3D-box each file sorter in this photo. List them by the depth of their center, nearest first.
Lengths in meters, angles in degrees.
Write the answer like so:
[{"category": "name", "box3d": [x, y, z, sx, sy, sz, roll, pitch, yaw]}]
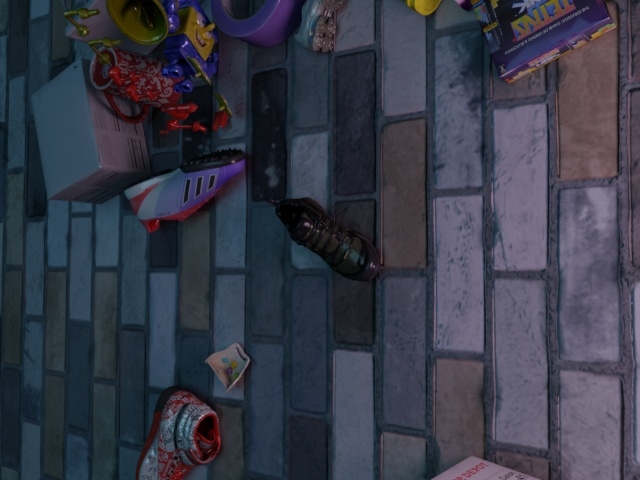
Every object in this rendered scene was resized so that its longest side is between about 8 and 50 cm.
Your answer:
[{"category": "file sorter", "box3d": [-0.400, -0.555, 1.444, 0.277, 0.193, 0.173, -32, 67, 30]}]

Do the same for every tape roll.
[{"category": "tape roll", "box3d": [-0.119, -0.476, 1.306, 0.189, 0.080, 0.189, -1, 88, 36]}]

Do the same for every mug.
[{"category": "mug", "box3d": [-0.395, -0.330, 1.441, 0.113, 0.169, 0.150, 8, 93, 35]}]

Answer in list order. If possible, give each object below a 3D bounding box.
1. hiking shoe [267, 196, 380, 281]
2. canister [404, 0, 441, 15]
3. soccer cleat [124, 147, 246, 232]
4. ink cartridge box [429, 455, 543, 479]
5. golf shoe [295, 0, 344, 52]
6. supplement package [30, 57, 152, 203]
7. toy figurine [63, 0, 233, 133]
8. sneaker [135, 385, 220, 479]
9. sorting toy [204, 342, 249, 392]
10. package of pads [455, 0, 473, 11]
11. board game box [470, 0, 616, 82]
[{"category": "hiking shoe", "box3d": [0.000, 0.000, 1.180, 0.227, 0.114, 0.086, 37, 109, 31]}, {"category": "canister", "box3d": [0.140, -0.470, 1.125, 0.170, 0.073, 0.126, 43, 112, 30]}, {"category": "soccer cleat", "box3d": [-0.269, -0.104, 1.398, 0.318, 0.108, 0.116, -15, 102, 31]}, {"category": "ink cartridge box", "box3d": [0.289, 0.413, 0.891, 0.306, 0.226, 0.131, 11, 94, 35]}, {"category": "golf shoe", "box3d": [-0.002, -0.436, 1.232, 0.086, 0.069, 0.176, 28, 103, 39]}, {"category": "supplement package", "box3d": [-0.527, -0.241, 1.547, 0.204, 0.145, 0.262, -22, 75, 33]}, {"category": "toy figurine", "box3d": [-0.297, -0.401, 1.316, 0.191, 0.362, 0.217, -6, 57, 23]}, {"category": "sneaker", "box3d": [-0.289, 0.448, 1.384, 0.145, 0.090, 0.270, 17, 95, 37]}, {"category": "sorting toy", "box3d": [-0.175, 0.246, 1.343, 0.075, 0.045, 0.083, -50, 62, 15]}, {"category": "package of pads", "box3d": [0.247, -0.402, 1.059, 0.083, 0.050, 0.032, -38, 68, 28]}, {"category": "board game box", "box3d": [0.325, -0.338, 1.003, 0.170, 0.048, 0.141, -26, 73, 32]}]
